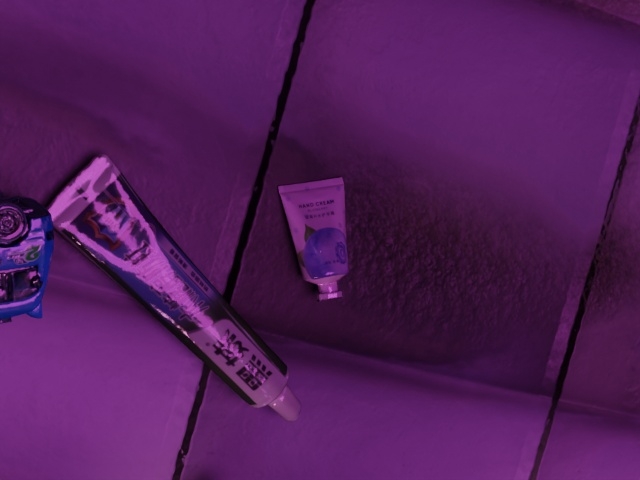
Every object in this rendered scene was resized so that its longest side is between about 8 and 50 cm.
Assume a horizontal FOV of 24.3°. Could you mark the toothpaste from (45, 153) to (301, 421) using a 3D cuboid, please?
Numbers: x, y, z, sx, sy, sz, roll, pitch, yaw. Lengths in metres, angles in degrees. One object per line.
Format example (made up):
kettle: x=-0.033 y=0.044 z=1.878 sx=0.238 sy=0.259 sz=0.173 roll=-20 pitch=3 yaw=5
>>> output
toothpaste: x=-0.148 y=0.071 z=1.676 sx=0.099 sy=0.061 sz=0.392 roll=-46 pitch=113 yaw=-10

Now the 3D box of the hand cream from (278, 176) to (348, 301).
hand cream: x=0.000 y=0.000 z=1.750 sx=0.084 sy=0.053 sz=0.142 roll=-9 pitch=92 yaw=-24

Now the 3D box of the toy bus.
toy bus: x=-0.399 y=0.024 z=1.513 sx=0.246 sy=0.113 sz=0.134 roll=-8 pitch=106 yaw=-24
